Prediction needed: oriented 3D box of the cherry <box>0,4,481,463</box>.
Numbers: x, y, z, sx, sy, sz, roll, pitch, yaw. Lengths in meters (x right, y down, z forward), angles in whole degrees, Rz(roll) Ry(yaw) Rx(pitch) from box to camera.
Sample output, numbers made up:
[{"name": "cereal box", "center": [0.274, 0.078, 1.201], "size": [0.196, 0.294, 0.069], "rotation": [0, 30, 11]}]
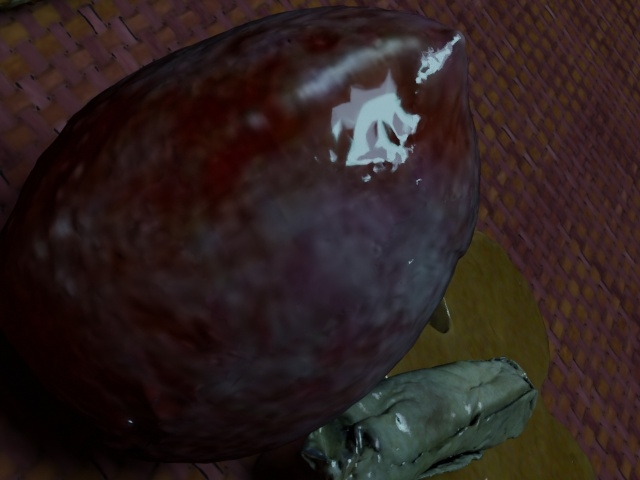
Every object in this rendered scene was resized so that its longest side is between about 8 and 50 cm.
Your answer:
[{"name": "cherry", "center": [-0.028, -0.009, 0.500], "size": [0.192, 0.249, 0.175], "rotation": [3, 54, -52]}]

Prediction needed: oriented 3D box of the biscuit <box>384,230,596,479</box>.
[{"name": "biscuit", "center": [0.091, 0.133, 0.712], "size": [0.216, 0.047, 0.340], "rotation": [34, 41, -32]}]

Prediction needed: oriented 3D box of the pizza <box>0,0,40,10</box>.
[{"name": "pizza", "center": [-0.171, -0.176, 0.618], "size": [0.182, 0.062, 0.161], "rotation": [32, 36, -40]}]

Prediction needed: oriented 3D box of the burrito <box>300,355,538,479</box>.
[{"name": "burrito", "center": [0.057, 0.098, 0.621], "size": [0.188, 0.045, 0.058], "rotation": [-5, 44, -50]}]
